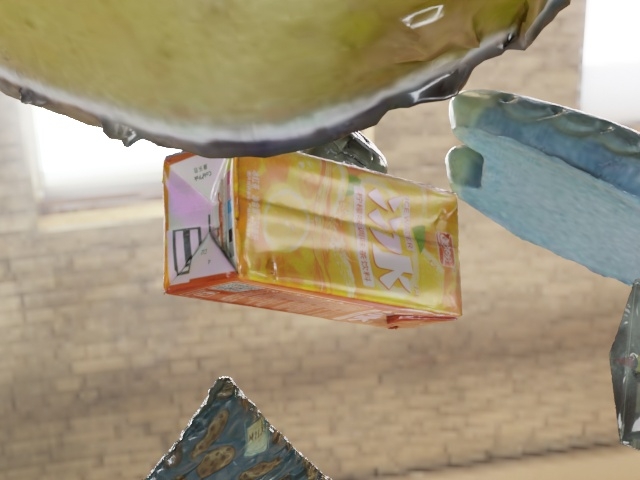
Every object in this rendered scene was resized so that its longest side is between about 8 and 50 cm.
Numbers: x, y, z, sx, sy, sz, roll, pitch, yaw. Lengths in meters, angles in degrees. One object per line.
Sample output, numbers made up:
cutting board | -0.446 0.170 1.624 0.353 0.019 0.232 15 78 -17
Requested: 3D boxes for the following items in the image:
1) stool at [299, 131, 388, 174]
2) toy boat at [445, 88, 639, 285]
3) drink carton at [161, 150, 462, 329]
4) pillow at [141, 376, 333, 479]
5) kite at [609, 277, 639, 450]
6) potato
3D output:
stool | 0.011 -0.069 1.766 0.096 0.110 0.096 34 -168 -9
toy boat | 0.291 -0.068 1.746 0.330 0.215 0.123 24 -115 16
drink carton | 0.000 0.000 1.104 0.071 0.096 0.223 -12 164 41
pillow | -0.090 0.255 1.552 0.034 0.255 0.189 30 -104 37
kite | 0.351 0.113 1.323 0.245 0.141 0.015 9 168 -4
potato | -0.050 -0.185 0.376 0.246 0.196 0.299 -18 -120 5
